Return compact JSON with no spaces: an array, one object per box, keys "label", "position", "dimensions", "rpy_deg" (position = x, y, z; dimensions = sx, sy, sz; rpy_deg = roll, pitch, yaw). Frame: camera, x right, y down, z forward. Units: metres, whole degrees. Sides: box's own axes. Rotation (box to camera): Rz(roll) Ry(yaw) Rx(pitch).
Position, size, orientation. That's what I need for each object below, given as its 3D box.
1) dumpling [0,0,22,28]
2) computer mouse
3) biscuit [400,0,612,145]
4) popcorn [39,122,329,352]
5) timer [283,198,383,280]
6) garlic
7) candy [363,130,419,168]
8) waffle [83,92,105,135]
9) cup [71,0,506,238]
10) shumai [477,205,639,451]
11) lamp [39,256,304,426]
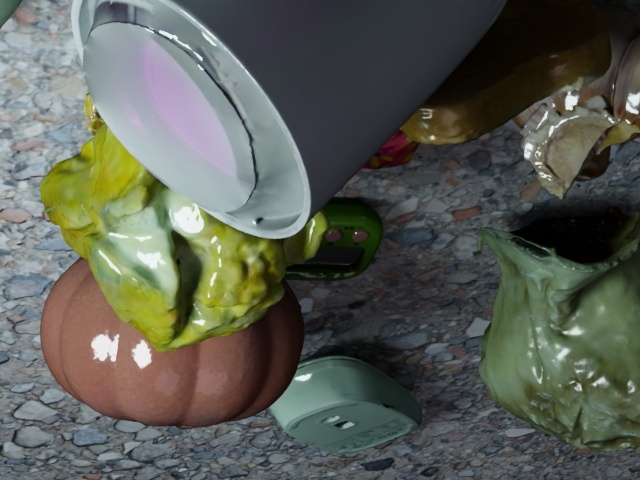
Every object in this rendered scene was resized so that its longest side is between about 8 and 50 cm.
[{"label":"dumpling","position":[-0.361,-0.242,1.294],"dimensions":[0.270,0.212,0.320],"rpy_deg":[15,128,-29]},{"label":"computer mouse","position":[0.030,0.218,2.182],"dimensions":[0.159,0.097,0.288],"rpy_deg":[-25,155,18]},{"label":"biscuit","position":[0.110,-0.161,1.483],"dimensions":[0.344,0.287,0.057],"rpy_deg":[-11,119,-5]},{"label":"popcorn","position":[-0.144,-0.021,1.555],"dimensions":[0.225,0.276,0.276],"rpy_deg":[15,139,-33]},{"label":"timer","position":[0.000,0.000,1.893],"dimensions":[0.140,0.047,0.128],"rpy_deg":[1,143,-17]},{"label":"garlic","position":[0.290,-0.168,1.613],"dimensions":[0.160,0.191,0.214],"rpy_deg":[41,129,-5]},{"label":"candy","position":[0.020,-0.097,1.534],"dimensions":[0.124,0.124,0.365],"rpy_deg":[-26,-173,23]},{"label":"waffle","position":[-0.162,-0.134,1.651],"dimensions":[0.161,0.046,0.192],"rpy_deg":[-19,146,15]},{"label":"cup","position":[0.001,-0.198,1.287],"dimensions":[0.371,0.253,0.253],"rpy_deg":[-44,155,-24]},{"label":"shumai","position":[0.281,0.084,1.928],"dimensions":[0.288,0.292,0.330],"rpy_deg":[29,152,-34]},{"label":"lamp","position":[-0.166,0.085,1.802],"dimensions":[0.305,0.239,0.305],"rpy_deg":[4,-171,-1]}]
